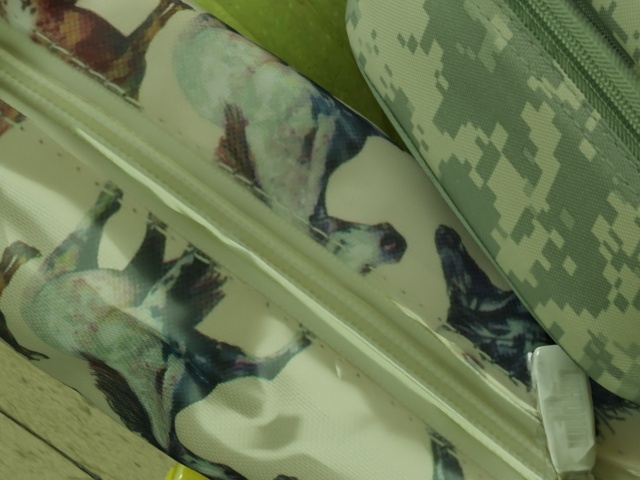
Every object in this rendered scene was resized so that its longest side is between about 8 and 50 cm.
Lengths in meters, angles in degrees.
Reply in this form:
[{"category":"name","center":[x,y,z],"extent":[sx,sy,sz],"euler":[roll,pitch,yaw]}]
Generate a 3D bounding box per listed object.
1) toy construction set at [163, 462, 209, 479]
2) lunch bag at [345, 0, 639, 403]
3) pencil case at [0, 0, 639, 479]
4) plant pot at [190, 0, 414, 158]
[{"category":"toy construction set","center":[-0.074,0.067,1.172],"extent":[0.151,0.215,0.328],"euler":[-15,113,49]},{"category":"lunch bag","center":[0.190,-0.114,0.645],"extent":[0.212,0.305,0.256],"euler":[55,141,21]},{"category":"pencil case","center":[-0.039,0.002,0.708],"extent":[0.410,0.160,0.183],"euler":[36,159,-3]},{"category":"plant pot","center":[-0.023,-0.112,0.942],"extent":[0.276,0.254,0.276],"euler":[27,145,21]}]
